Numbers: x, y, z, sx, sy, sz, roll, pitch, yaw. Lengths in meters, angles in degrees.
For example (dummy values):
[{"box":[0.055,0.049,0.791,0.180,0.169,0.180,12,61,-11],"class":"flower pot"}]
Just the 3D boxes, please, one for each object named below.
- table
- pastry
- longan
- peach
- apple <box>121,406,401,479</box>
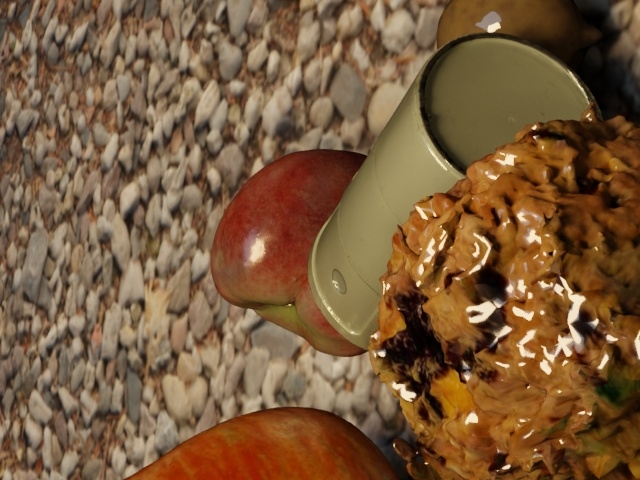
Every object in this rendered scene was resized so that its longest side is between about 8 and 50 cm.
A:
[{"box":[0.084,-0.023,1.151,0.220,0.126,0.126,122,142,-55],"class":"table"},{"box":[0.152,0.070,0.966,0.193,0.275,0.275,-82,14,-69],"class":"pastry"},{"box":[0.132,-0.135,1.171,0.113,0.113,0.092,-13,69,54],"class":"longan"},{"box":[0.000,0.000,1.312,0.152,0.152,0.152,-17,70,53],"class":"peach"},{"box":[-0.049,0.278,1.197,0.301,0.302,0.301,-17,70,53],"class":"apple"}]
